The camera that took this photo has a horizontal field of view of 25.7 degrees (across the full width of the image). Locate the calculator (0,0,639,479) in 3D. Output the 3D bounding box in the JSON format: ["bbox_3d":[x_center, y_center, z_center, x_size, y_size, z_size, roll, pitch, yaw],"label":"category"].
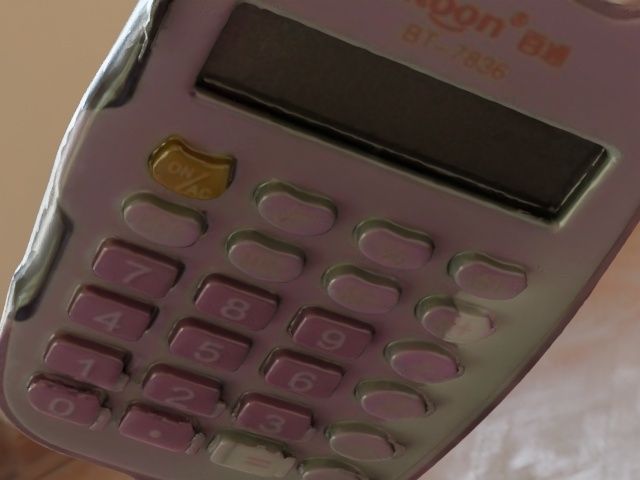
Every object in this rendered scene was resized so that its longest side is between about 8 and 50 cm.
[{"bbox_3d":[0.000,-0.001,0.495,0.294,0.194,0.043,-58,24,33],"label":"calculator"}]
